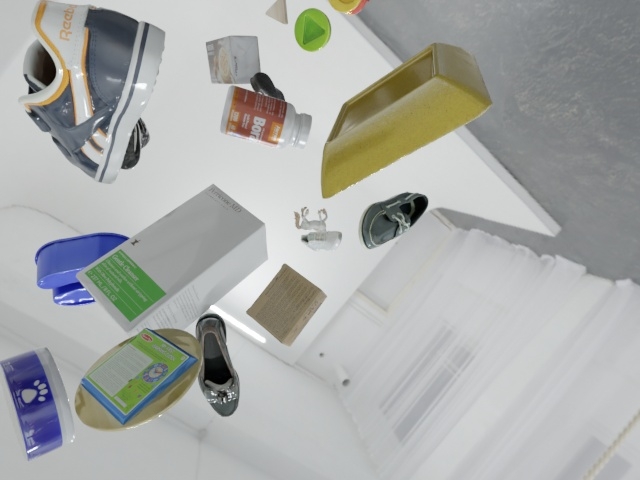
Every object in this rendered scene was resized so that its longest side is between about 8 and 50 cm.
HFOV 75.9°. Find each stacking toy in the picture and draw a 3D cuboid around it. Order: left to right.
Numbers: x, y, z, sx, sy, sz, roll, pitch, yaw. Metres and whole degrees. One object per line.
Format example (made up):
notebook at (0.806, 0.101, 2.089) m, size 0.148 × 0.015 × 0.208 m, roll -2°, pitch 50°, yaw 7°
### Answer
stacking toy at (-0.010, -0.807, 1.379) m, size 0.309 × 0.280 × 0.130 m, roll 42°, pitch -148°, yaw 6°

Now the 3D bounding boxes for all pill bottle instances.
pill bottle at (-0.137, -0.303, 1.040) m, size 0.216 × 0.121 × 0.121 m, roll 12°, pitch -171°, yaw -15°

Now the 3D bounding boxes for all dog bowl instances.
dog bowl at (-0.739, 0.419, 1.066) m, size 0.104 × 0.265 × 0.265 m, roll -16°, pitch -134°, yaw -43°

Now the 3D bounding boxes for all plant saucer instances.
plant saucer at (0.140, -0.259, 0.806) m, size 0.081 × 0.332 × 0.333 m, roll 49°, pitch -148°, yaw -23°

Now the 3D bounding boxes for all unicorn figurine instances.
unicorn figurine at (-0.014, -0.057, 1.431) m, size 0.161 × 0.111 × 0.060 m, roll 9°, pitch -164°, yaw 18°

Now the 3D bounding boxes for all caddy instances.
caddy at (-0.801, 0.086, 1.430) m, size 0.241 × 0.340 × 0.179 m, roll 94°, pitch 161°, yaw -53°

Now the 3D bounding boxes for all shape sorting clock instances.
shape sorting clock at (-0.298, 0.224, 0.684) m, size 0.206 × 0.206 × 0.040 m, roll 41°, pitch 152°, yaw 51°

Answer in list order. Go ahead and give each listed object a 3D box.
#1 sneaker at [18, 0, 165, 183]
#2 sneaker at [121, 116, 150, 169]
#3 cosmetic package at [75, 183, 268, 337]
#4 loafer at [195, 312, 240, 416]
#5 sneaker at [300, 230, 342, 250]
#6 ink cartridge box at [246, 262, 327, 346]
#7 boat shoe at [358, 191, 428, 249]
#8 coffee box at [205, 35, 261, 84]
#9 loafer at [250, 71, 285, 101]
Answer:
sneaker at (-0.301, -0.179, 0.526) m, size 0.127 × 0.126 × 0.321 m, roll 12°, pitch 156°, yaw -31°
sneaker at (-0.480, -0.270, 1.051) m, size 0.124 × 0.107 × 0.283 m, roll 38°, pitch -162°, yaw -54°
cosmetic package at (-0.315, 0.058, 0.944) m, size 0.196 × 0.365 × 0.155 m, roll 35°, pitch 150°, yaw 21°
loafer at (-0.249, 0.310, 0.973) m, size 0.084 × 0.096 × 0.268 m, roll -141°, pitch 41°, yaw -72°
sneaker at (0.000, 0.000, 1.127) m, size 0.061 × 0.054 × 0.152 m, roll 21°, pitch 160°, yaw -33°
ink cartridge box at (-0.122, 0.234, 1.500) m, size 0.193 × 0.235 × 0.088 m, roll 34°, pitch 171°, yaw 27°
boat shoe at (0.217, -0.068, 1.193) m, size 0.099 × 0.319 × 0.116 m, roll -5°, pitch 109°, yaw 40°
coffee box at (-0.292, -0.595, 1.364) m, size 0.098 × 0.141 × 0.246 m, roll -14°, pitch -154°, yaw -27°
loafer at (-0.172, -0.448, 1.283) m, size 0.220 × 0.078 × 0.080 m, roll 11°, pitch -117°, yaw -75°
